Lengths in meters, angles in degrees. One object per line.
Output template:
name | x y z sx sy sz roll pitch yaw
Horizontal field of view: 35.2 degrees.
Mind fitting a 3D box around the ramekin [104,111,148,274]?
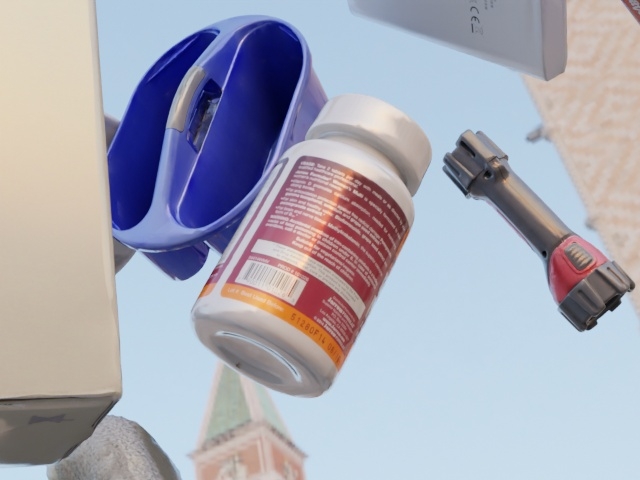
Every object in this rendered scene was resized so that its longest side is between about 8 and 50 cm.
ramekin | -0.353 -0.060 1.259 0.272 0.127 0.273 -19 -52 -26

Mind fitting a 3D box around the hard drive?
hard drive | 0.127 -0.302 1.062 0.040 0.307 0.203 -30 -51 -25

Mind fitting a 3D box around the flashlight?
flashlight | 0.290 -0.016 1.385 0.103 0.304 0.103 -51 -24 24

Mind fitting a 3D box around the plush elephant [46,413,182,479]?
plush elephant | -0.110 0.311 0.492 0.255 0.330 0.272 -35 -62 2

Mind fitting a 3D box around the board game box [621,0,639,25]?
board game box | 0.337 -0.300 0.853 0.145 0.027 0.281 35 -101 -37

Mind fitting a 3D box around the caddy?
caddy | -0.121 -0.112 1.170 0.241 0.341 0.179 -1 -35 26

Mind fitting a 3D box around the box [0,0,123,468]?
box | -0.144 -0.054 0.406 0.094 0.275 0.113 2 -25 -25

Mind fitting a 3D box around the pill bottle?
pill bottle | 0.000 0.000 0.784 0.121 0.221 0.121 23 -26 12
